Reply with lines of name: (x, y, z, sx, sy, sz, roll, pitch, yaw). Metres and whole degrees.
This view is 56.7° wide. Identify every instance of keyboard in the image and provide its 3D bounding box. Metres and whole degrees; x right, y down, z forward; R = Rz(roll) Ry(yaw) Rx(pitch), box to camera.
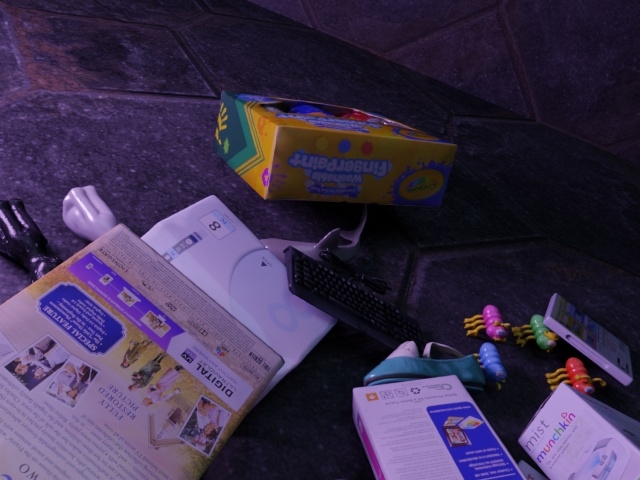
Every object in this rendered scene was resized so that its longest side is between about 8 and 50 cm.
keyboard: (0.065, 0.095, 1.078, 0.317, 0.033, 0.201, 32, 24, -26)

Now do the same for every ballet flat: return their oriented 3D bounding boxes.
ballet flat: (0.174, 0.217, 1.016, 0.247, 0.083, 0.087, 10, 57, -26)

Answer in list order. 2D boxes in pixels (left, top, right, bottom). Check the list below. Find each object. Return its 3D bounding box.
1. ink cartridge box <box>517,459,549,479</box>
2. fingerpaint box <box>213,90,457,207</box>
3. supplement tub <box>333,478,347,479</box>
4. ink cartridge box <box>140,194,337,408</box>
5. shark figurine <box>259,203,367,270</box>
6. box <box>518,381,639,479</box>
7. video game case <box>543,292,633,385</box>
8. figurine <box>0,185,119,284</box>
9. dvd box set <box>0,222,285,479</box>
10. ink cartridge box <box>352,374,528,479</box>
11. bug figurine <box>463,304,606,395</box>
ink cartridge box: (0.316, 0.432, 0.797, 0.212, 0.093, 0.154, 35, 37, 22)
fingerpaint box: (0.022, -0.219, 1.386, 0.445, 0.163, 0.371, 1, 23, -27)
supplement tub: (0.001, 0.377, 0.688, 0.106, 0.106, 0.198, 27, 35, 8)
ink cartridge box: (-0.184, 0.119, 0.885, 0.308, 0.091, 0.385, 45, 36, 4)
shark figurine: (0.028, 0.006, 1.211, 0.278, 0.116, 0.166, -15, 50, -39)
box: (0.461, 0.354, 0.846, 0.262, 0.126, 0.231, 28, 11, -22)
video game case: (0.565, 0.201, 1.251, 0.193, 0.023, 0.212, 39, 23, 15)
figurine: (-0.404, 0.012, 0.980, 0.215, 0.092, 0.209, -18, 50, -44)
dvd box set: (-0.262, 0.188, 0.683, 0.308, 0.062, 0.420, 39, 40, 0)
ink cartridge box: (0.172, 0.318, 0.785, 0.176, 0.069, 0.371, -5, 22, -11)
bug figurine: (0.404, 0.216, 1.159, 0.279, 0.072, 0.216, 11, 35, -14)
